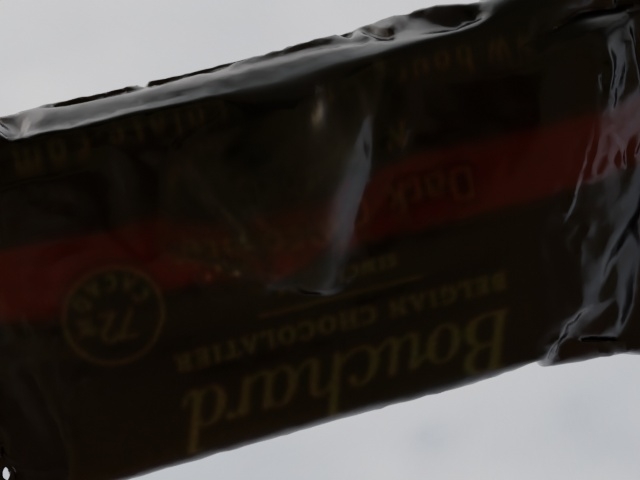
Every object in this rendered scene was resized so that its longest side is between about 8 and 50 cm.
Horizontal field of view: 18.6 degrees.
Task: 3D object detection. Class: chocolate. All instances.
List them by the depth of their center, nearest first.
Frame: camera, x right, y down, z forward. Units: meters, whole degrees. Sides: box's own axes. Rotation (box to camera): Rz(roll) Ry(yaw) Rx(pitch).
[{"bbox_3d":[0.000,0.000,0.354,0.182,0.028,0.086,-12,-74,-17],"label":"chocolate"}]
